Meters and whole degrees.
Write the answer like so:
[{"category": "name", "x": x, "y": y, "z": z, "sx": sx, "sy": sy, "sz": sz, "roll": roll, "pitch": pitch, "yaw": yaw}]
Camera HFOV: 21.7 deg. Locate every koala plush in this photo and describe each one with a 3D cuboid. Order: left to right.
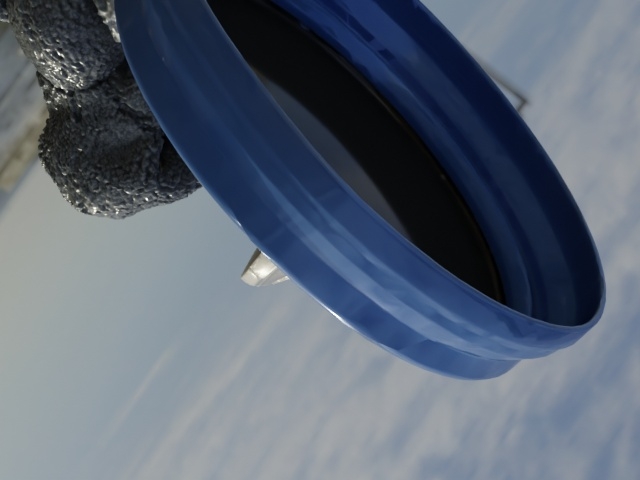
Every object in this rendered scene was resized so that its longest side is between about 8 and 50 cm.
[{"category": "koala plush", "x": -0.163, "y": -0.148, "z": 1.258, "sx": 0.196, "sy": 0.221, "sz": 0.203, "roll": 15, "pitch": -116, "yaw": 31}]

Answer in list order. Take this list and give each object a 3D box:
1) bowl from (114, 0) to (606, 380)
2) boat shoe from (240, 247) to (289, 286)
[{"category": "bowl", "x": 0.027, "y": -0.074, "z": 1.083, "sx": 0.077, "sy": 0.391, "sz": 0.391, "roll": -43, "pitch": -167, "yaw": 22}, {"category": "boat shoe", "x": 0.000, "y": 0.000, "z": 1.202, "sx": 0.184, "sy": 0.063, "sz": 0.066, "roll": -42, "pitch": -165, "yaw": 54}]
